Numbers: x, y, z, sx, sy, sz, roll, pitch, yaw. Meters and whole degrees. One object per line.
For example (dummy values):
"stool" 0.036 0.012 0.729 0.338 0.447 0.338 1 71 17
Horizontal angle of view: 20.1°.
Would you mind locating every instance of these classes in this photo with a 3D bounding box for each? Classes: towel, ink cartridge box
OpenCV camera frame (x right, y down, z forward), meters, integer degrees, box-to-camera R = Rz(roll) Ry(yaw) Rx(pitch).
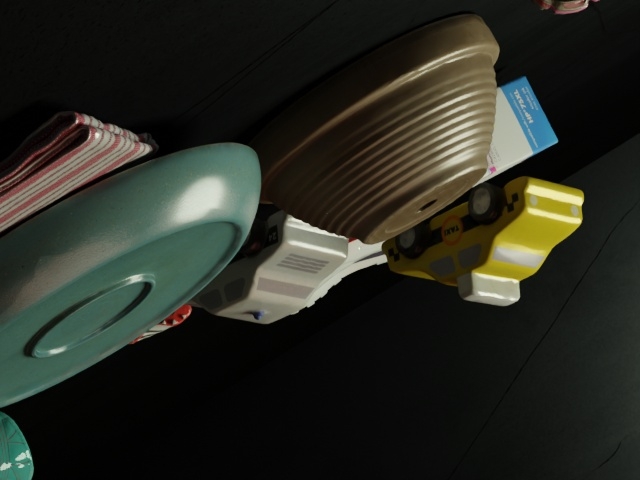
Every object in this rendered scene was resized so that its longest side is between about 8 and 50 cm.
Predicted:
"towel" -0.181 -0.032 1.108 0.144 0.029 0.197 -31 176 6
"ink cartridge box" 0.103 -0.074 1.730 0.231 0.078 0.134 -24 178 -45

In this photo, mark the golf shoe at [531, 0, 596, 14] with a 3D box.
"golf shoe" 0.239 -0.228 1.324 0.186 0.067 0.086 -29 171 -13

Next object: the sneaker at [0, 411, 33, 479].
"sneaker" -0.360 0.225 1.726 0.178 0.123 0.295 -23 178 -22

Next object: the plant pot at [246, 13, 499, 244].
"plant pot" 0.059 -0.073 1.460 0.237 0.109 0.237 -31 172 -5

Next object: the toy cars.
"toy cars" 0.044 0.027 1.618 0.394 0.087 0.176 -8 159 6

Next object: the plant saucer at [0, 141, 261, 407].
"plant saucer" -0.169 0.040 1.270 0.318 0.043 0.317 -31 169 -7

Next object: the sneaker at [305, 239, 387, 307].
"sneaker" 0.000 0.000 1.932 0.235 0.090 0.095 -30 155 -13

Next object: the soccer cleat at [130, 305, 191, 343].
"soccer cleat" -0.179 0.087 1.949 0.083 0.029 0.035 -27 -178 -4
